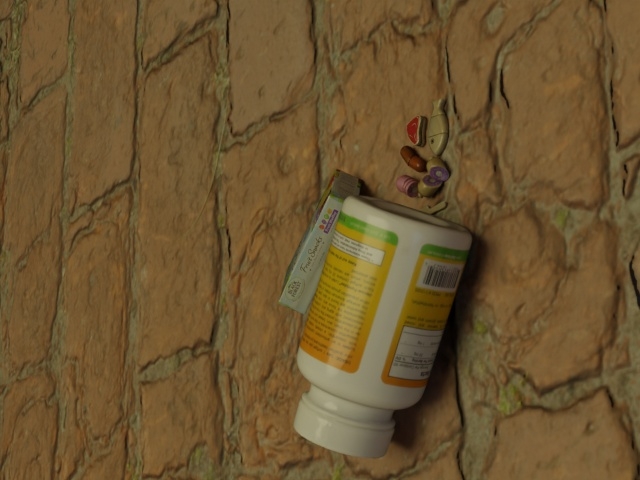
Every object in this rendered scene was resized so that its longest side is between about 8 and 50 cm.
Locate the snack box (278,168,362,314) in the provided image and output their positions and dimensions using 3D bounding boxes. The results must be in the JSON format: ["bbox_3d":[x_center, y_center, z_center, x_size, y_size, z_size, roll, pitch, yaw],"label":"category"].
[{"bbox_3d":[0.000,0.000,1.646,0.100,0.037,0.141,-74,9,-69],"label":"snack box"}]

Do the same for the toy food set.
[{"bbox_3d":[0.106,-0.086,1.575,0.078,0.019,0.122,-26,60,49],"label":"toy food set"}]

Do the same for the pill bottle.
[{"bbox_3d":[0.055,0.088,1.493,0.136,0.136,0.246,28,103,54],"label":"pill bottle"}]
